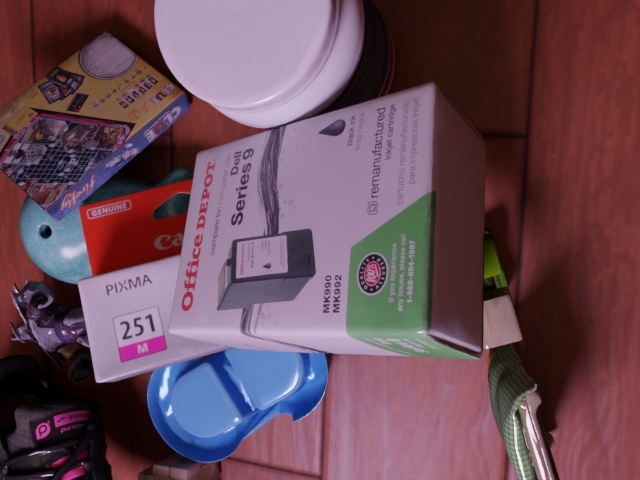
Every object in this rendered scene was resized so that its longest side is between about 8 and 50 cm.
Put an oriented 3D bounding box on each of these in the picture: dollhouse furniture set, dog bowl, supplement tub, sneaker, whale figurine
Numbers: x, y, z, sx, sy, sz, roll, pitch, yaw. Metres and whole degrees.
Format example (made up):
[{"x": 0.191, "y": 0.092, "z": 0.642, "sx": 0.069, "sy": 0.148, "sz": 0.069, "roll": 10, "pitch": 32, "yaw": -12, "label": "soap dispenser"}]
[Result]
[{"x": 0.162, "y": 0.152, "z": 0.609, "sx": 0.151, "sy": 0.197, "sz": 0.301, "roll": -17, "pitch": 91, "yaw": 17, "label": "dollhouse furniture set"}, {"x": -0.113, "y": 0.199, "z": 0.768, "sx": 0.297, "sy": 0.074, "sz": 0.165, "roll": -33, "pitch": 87, "yaw": 18, "label": "dog bowl"}, {"x": -0.031, "y": -0.214, "z": 0.581, "sx": 0.191, "sy": 0.272, "sz": 0.191, "roll": 2, "pitch": 97, "yaw": 17, "label": "supplement tub"}, {"x": -0.382, "y": 0.339, "z": 0.749, "sx": 0.483, "sy": 0.185, "sz": 0.202, "roll": 31, "pitch": 114, "yaw": 30, "label": "sneaker"}, {"x": -0.304, "y": -0.029, "z": 0.762, "sx": 0.272, "sy": 0.141, "sz": 0.216, "roll": -9, "pitch": 94, "yaw": 16, "label": "whale figurine"}]

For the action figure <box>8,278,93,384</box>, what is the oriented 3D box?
[{"x": -0.367, "y": 0.134, "z": 0.809, "sx": 0.285, "sy": 0.099, "sz": 0.185, "roll": -6, "pitch": 130, "yaw": 19, "label": "action figure"}]

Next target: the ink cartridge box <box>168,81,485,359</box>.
[{"x": 0.000, "y": 0.000, "z": 0.519, "sx": 0.289, "sy": 0.122, "sz": 0.211, "roll": -8, "pitch": 69, "yaw": 36, "label": "ink cartridge box"}]

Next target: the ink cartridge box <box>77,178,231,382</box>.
[{"x": -0.160, "y": 0.024, "z": 0.674, "sx": 0.275, "sy": 0.060, "sz": 0.238, "roll": -15, "pitch": 77, "yaw": -8, "label": "ink cartridge box"}]

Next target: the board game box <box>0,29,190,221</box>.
[{"x": -0.327, "y": -0.164, "z": 0.732, "sx": 0.165, "sy": 0.042, "sz": 0.243, "roll": 40, "pitch": 72, "yaw": 12, "label": "board game box"}]

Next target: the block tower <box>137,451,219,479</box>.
[{"x": -0.209, "y": 0.494, "z": 0.807, "sx": 0.091, "sy": 0.097, "sz": 0.335, "roll": -2, "pitch": 88, "yaw": 22, "label": "block tower"}]
